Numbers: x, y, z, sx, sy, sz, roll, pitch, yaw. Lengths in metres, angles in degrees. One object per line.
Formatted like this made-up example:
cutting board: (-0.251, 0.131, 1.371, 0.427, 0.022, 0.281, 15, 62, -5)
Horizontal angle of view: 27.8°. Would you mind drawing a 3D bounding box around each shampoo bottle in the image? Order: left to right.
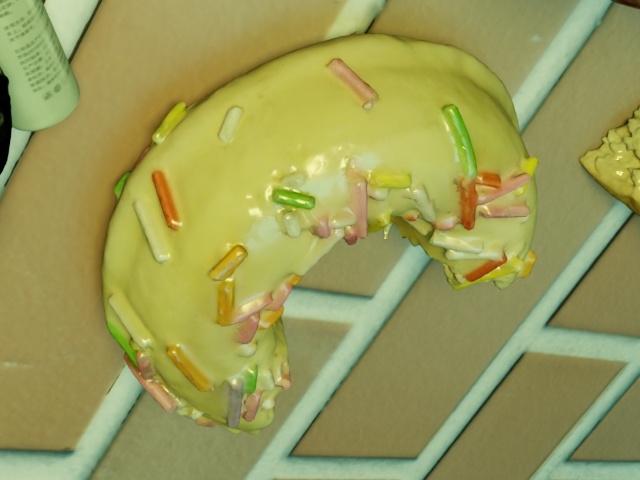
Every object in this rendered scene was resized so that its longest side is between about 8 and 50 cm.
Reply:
shampoo bottle: (-0.201, -0.152, 0.786, 0.056, 0.056, 0.195, -26, 139, -10)

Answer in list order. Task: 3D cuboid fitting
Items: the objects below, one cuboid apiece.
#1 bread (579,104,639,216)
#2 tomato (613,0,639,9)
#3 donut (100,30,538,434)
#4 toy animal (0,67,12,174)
bread: (0.407, -0.046, 1.194, 0.224, 0.211, 0.184, 28, 104, -42)
tomato: (0.217, -0.291, 0.730, 0.282, 0.317, 0.317, -12, 146, 20)
donut: (0.005, -0.008, 1.001, 0.371, 0.150, 0.307, -29, 140, -6)
toy animal: (-0.279, -0.040, 0.790, 0.166, 0.138, 0.179, 21, 128, 1)
